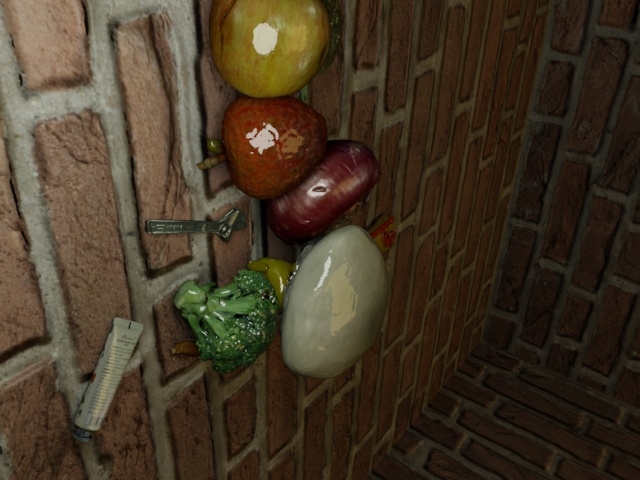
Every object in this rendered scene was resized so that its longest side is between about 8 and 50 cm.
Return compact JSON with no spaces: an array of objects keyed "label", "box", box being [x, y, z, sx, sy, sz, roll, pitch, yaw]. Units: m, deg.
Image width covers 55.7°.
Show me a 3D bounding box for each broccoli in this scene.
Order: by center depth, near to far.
[{"label":"broccoli","box":[-0.231,0.184,1.503,0.270,0.270,0.270,33,78,-22]}]

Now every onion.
[{"label":"onion","box":[-0.017,-0.158,1.607,0.347,0.285,0.347,-37,179,-1]}]

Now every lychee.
[{"label":"lychee","box":[-0.133,-0.218,1.385,0.255,0.300,0.255,-179,-90,-88]}]

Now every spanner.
[{"label":"spanner","box":[-0.287,-0.036,1.451,0.325,0.026,0.093,-2,110,-56]}]

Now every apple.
[{"label":"apple","box":[-0.109,-0.421,1.269,0.264,0.264,0.264,-35,136,-42]}]

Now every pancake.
[{"label":"pancake","box":[-0.013,-0.536,1.529,0.253,0.037,0.253,-39,136,-50]}]

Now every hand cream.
[{"label":"hand cream","box":[-0.477,0.308,1.349,0.095,0.059,0.276,34,74,-57]}]

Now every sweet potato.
[{"label":"sweet potato","box":[-0.294,0.280,1.613,0.264,0.057,0.057,-6,114,-54]}]

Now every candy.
[{"label":"candy","box":[0.060,0.165,1.653,0.386,0.186,0.427,-20,119,-49]}]

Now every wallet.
[{"label":"wallet","box":[0.195,0.008,2.195,0.241,0.067,0.141,-39,137,-39]}]

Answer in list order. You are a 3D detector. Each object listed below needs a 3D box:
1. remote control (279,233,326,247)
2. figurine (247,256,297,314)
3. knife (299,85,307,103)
[{"label":"remote control","box":[0.000,0.000,1.850,0.313,0.109,0.055,9,86,-59]},{"label":"figurine","box":[-0.079,0.127,1.742,0.327,0.169,0.218,21,65,-66]},{"label":"knife","box":[-0.053,-0.480,1.542,0.043,0.020,0.293,-41,139,-43]}]
